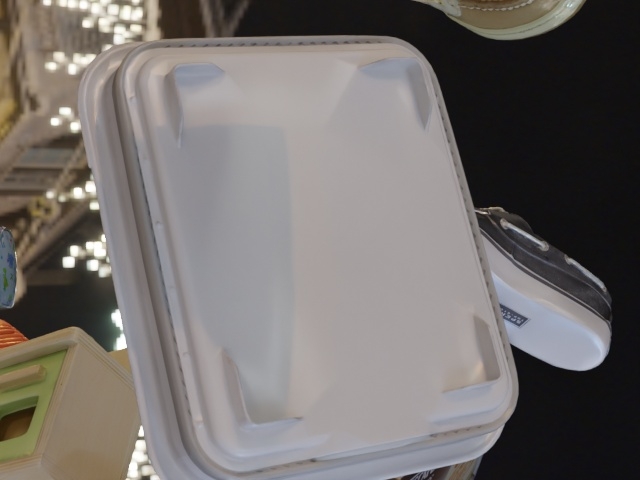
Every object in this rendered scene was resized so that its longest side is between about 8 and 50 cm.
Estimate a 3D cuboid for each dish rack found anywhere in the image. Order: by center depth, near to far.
[{"bbox_3d":[0.000,0.000,0.851,0.072,0.286,0.332,-34,-115,58],"label":"dish rack"}]

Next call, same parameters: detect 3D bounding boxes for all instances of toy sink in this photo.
[{"bbox_3d":[-0.291,0.186,1.342,0.153,0.131,0.234,-17,-138,29],"label":"toy sink"}]

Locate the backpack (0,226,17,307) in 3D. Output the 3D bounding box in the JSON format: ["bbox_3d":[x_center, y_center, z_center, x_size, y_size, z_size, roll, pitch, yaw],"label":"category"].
[{"bbox_3d":[-0.339,0.020,1.197,0.105,0.084,0.114,115,-32,-84],"label":"backpack"}]

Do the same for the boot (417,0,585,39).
[{"bbox_3d":[0.029,-0.173,0.632,0.213,0.165,0.077,34,-77,56],"label":"boot"}]

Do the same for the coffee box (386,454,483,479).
[{"bbox_3d":[0.080,0.229,1.261,0.098,0.246,0.141,26,-65,24],"label":"coffee box"}]

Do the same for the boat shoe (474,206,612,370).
[{"bbox_3d":[0.172,0.016,1.252,0.108,0.301,0.102,-48,-163,49],"label":"boat shoe"}]

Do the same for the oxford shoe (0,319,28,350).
[{"bbox_3d":[-0.396,0.253,1.572,0.363,0.130,0.132,58,-43,32],"label":"oxford shoe"}]
